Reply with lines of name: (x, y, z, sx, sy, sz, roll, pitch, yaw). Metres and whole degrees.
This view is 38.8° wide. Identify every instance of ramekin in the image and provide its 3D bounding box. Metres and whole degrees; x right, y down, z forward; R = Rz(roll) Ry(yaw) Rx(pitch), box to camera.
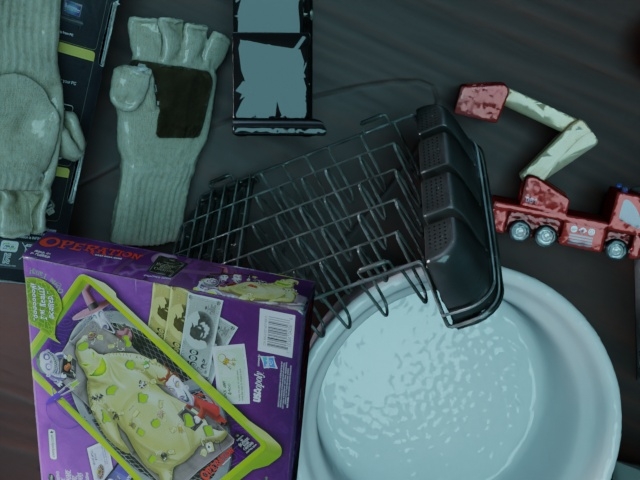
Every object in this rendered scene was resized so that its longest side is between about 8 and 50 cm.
ramekin: (0.106, 0.147, 0.801, 0.277, 0.135, 0.277, -1, 97, -5)

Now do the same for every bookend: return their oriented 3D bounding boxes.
bookend: (-0.037, -0.164, 0.745, 0.072, 0.156, 0.157, -1, 95, -4)

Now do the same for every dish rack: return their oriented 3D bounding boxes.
dish rack: (0.000, 0.000, 0.734, 0.271, 0.208, 0.074, -19, 128, 20)

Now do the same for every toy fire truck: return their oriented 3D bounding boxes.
toy fire truck: (0.207, -0.064, 0.817, 0.192, 0.047, 0.135, 11, 103, 6)

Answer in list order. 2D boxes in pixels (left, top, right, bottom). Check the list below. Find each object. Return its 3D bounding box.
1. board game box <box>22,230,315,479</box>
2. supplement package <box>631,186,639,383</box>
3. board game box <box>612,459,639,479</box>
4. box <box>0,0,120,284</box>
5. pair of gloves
board game box: (-0.120, 0.169, 0.716, 0.208, 0.056, 0.347, 9, 119, 5)
supplement package: (0.380, 0.050, 0.778, 0.149, 0.203, 0.194, -5, 97, -4)
board game box: (0.398, 0.334, 0.822, 0.303, 0.097, 0.224, 11, 87, -18)
box: (-0.352, -0.142, 0.648, 0.395, 0.097, 0.318, 8, 99, -42)
pair of gloves: (-0.182, -0.095, 0.726, 0.240, 0.042, 0.204, 7, 99, -47)
